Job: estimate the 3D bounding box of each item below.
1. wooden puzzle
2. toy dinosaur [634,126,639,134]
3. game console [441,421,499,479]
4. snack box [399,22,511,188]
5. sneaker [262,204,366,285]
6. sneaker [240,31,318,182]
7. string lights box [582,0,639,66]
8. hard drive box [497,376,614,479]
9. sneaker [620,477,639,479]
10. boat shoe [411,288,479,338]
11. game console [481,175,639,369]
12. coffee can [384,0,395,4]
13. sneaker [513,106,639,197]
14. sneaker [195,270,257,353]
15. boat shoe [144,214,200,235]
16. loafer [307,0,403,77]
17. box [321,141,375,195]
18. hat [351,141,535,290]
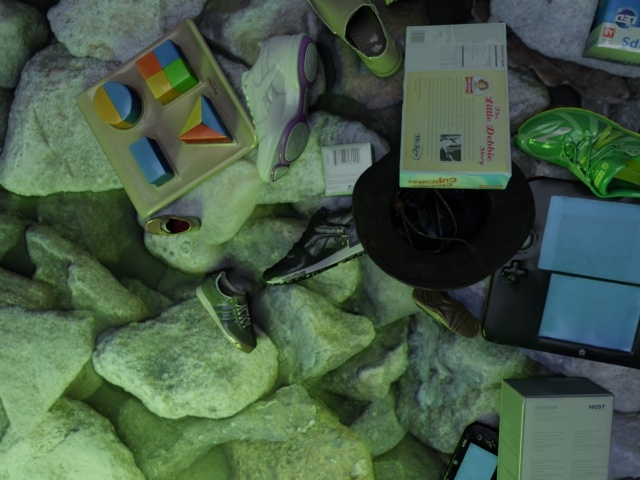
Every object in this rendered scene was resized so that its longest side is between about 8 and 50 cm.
[{"bbox_3d":[-0.351,-0.266,1.049,0.347,0.080,0.322,-31,89,12],"label":"wooden puzzle"},{"bbox_3d":[0.646,-0.178,0.871,0.118,0.064,0.269,-24,93,6],"label":"toy dinosaur"},{"bbox_3d":[0.282,0.551,1.012,0.213,0.044,0.362,22,98,8],"label":"game console"},{"bbox_3d":[0.245,-0.252,0.879,0.186,0.060,0.323,3,71,10],"label":"snack box"},{"bbox_3d":[0.000,0.000,1.001,0.283,0.107,0.124,-23,83,4],"label":"sneaker"},{"bbox_3d":[-0.098,-0.274,0.998,0.152,0.114,0.306,12,92,23],"label":"sneaker"},{"bbox_3d":[0.582,-0.454,0.849,0.133,0.077,0.260,14,97,9],"label":"string lights box"},{"bbox_3d":[0.448,0.392,0.919,0.180,0.089,0.233,1,96,-5],"label":"hard drive box"},{"bbox_3d":[0.678,0.545,0.885,0.313,0.136,0.116,10,96,10],"label":"sneaker"},{"bbox_3d":[0.254,0.145,0.980,0.152,0.049,0.056,39,82,10],"label":"boat shoe"},{"bbox_3d":[0.530,0.065,0.914,0.385,0.060,0.343,9,96,11],"label":"game console"},{"bbox_3d":[0.221,-0.572,0.847,0.275,0.201,0.202,-17,91,12],"label":"coffee can"},{"bbox_3d":[0.493,-0.151,0.844,0.295,0.123,0.110,23,134,21],"label":"sneaker"},{"bbox_3d":[-0.191,0.152,1.059,0.086,0.064,0.192,-43,83,16],"label":"sneaker"},{"bbox_3d":[-0.343,-0.035,1.084,0.135,0.045,0.050,-6,93,12],"label":"boat shoe"},{"bbox_3d":[0.065,-0.445,0.945,0.102,0.092,0.268,-44,86,11],"label":"loafer"},{"bbox_3d":[0.061,-0.143,0.974,0.101,0.087,0.102,-4,95,11],"label":"box"},{"bbox_3d":[0.224,-0.044,0.911,0.330,0.134,0.332,-2,68,5],"label":"hat"}]
